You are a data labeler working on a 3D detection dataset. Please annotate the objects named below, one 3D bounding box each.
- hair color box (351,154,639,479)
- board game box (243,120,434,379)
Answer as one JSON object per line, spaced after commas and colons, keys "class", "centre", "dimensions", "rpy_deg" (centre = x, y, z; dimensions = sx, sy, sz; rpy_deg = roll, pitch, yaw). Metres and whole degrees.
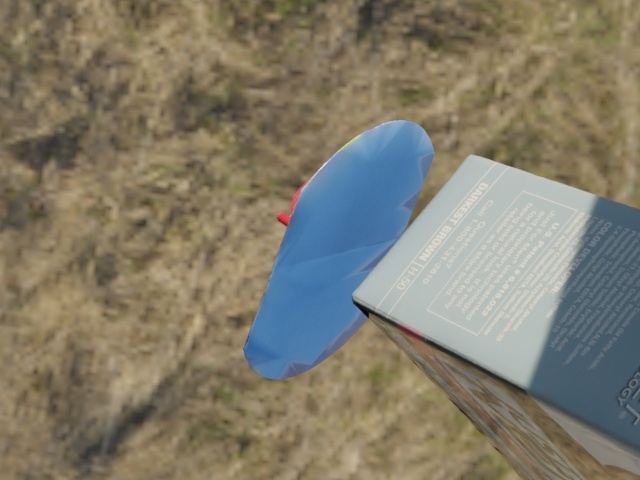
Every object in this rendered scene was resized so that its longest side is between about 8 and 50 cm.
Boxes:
{"class": "hair color box", "centre": [0.193, 0.091, 0.796], "dimensions": [0.113, 0.374, 0.185], "rpy_deg": [-50, 122, -10]}
{"class": "board game box", "centre": [0.000, 0.000, 0.953], "dimensions": [0.133, 0.033, 0.168], "rpy_deg": [-15, 131, -53]}
